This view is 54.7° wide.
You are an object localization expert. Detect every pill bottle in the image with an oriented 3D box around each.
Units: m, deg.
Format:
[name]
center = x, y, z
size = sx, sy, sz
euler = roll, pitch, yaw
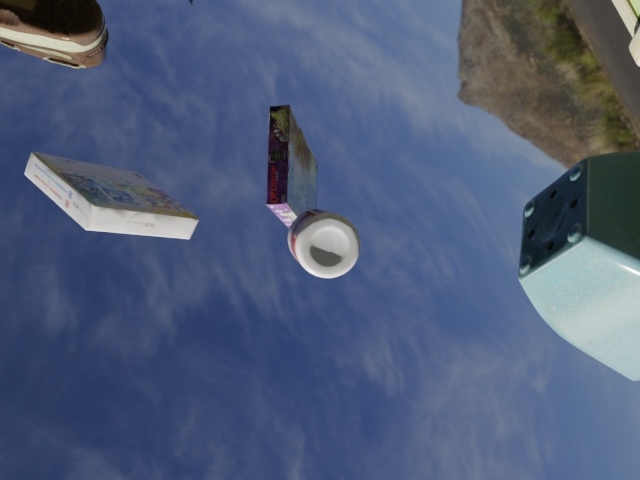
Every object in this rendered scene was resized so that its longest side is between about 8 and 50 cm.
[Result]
[pill bottle]
center = 0.000, 0.000, 0.862
size = 0.086, 0.086, 0.152
euler = 60, 176, -9

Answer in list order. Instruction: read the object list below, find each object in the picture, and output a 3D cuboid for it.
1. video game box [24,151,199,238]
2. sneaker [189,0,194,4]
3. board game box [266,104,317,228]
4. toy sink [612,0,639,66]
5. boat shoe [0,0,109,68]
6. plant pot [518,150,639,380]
[video game box]
center = -0.328, -0.069, 0.987
size = 0.187, 0.048, 0.205
euler = 32, -166, 32
[sneaker]
center = -0.251, -0.514, 1.098
size = 0.153, 0.099, 0.282
euler = 56, 173, -38
[board game box]
center = -0.056, -0.134, 1.368
size = 0.347, 0.056, 0.208
euler = 53, -147, -75
[toy sink]
center = 0.261, -0.208, 0.383
size = 0.153, 0.131, 0.234
euler = 67, -174, -71
[boat shoe]
center = -0.377, -0.269, 0.735
size = 0.258, 0.095, 0.095
euler = 24, -107, 1
[plant pot]
center = 0.431, 0.017, 0.881
size = 0.252, 0.247, 0.247
euler = 23, -122, -11
